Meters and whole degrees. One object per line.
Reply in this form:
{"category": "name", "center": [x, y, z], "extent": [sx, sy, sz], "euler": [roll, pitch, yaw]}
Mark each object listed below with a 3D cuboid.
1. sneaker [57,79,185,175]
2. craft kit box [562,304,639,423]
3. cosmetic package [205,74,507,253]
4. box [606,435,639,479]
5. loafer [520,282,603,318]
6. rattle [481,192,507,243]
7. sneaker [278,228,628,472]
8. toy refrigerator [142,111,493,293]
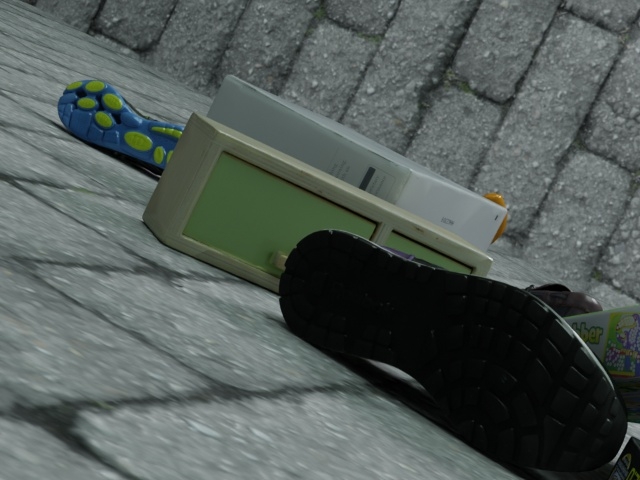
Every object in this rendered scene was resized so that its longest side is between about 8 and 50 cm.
{"category": "sneaker", "center": [-0.196, -0.107, 1.775], "extent": [0.188, 0.067, 0.078], "euler": [26, -16, 14]}
{"category": "craft kit box", "center": [0.268, 0.098, 1.239], "extent": [0.246, 0.061, 0.250], "euler": [13, -14, -25]}
{"category": "cosmetic package", "center": [0.018, -0.035, 1.619], "extent": [0.224, 0.138, 0.224], "euler": [31, 7, 30]}
{"category": "box", "center": [0.299, 0.216, 0.979], "extent": [0.270, 0.060, 0.216], "euler": [26, 6, 0]}
{"category": "loafer", "center": [0.255, 0.089, 1.791], "extent": [0.109, 0.095, 0.302], "euler": [27, 5, -1]}
{"category": "rattle", "center": [0.157, -0.007, 2.064], "extent": [0.130, 0.143, 0.200], "euler": [8, 10, 5]}
{"category": "sneaker", "center": [0.112, 0.070, 1.187], "extent": [0.283, 0.107, 0.124], "euler": [30, 10, 36]}
{"category": "toy refrigerator", "center": [0.000, 0.000, 1.399], "extent": [0.269, 0.102, 0.094], "euler": [25, 5, -22]}
